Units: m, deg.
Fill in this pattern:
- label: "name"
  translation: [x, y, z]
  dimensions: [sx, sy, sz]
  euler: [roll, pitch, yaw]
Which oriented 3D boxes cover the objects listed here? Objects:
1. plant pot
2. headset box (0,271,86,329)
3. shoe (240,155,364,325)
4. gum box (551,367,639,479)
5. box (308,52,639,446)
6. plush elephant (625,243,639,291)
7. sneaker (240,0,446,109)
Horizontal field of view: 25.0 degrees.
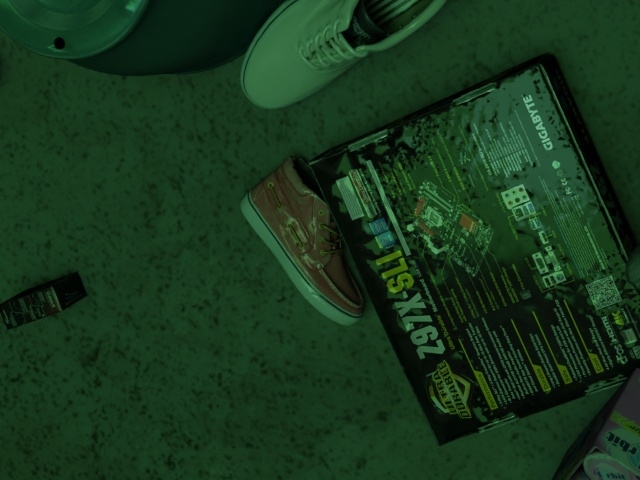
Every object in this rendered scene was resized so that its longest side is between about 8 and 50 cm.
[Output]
- label: "plant pot"
  translation: [-0.189, -0.278, 1.367]
  dimensions: [0.271, 0.255, 0.272]
  euler: [4, 105, 17]
- label: "headset box"
  translation: [-0.304, 0.065, 1.597]
  dimensions: [0.083, 0.062, 0.032]
  euler: [-18, 99, 21]
- label: "shoe"
  translation: [0.000, 0.000, 1.480]
  dimensions: [0.081, 0.063, 0.178]
  euler: [-42, 84, 28]
- label: "gum box"
  translation: [0.272, 0.219, 1.388]
  dimensions: [0.062, 0.107, 0.188]
  euler: [33, 143, 8]
- label: "box"
  translation: [0.172, 0.013, 1.422]
  dimensions: [0.257, 0.079, 0.322]
  euler: [-23, 96, 24]
- label: "plush elephant"
  translation: [0.405, -0.013, 1.258]
  dimensions: [0.272, 0.330, 0.255]
  euler: [12, 85, 1]
- label: "sneaker"
  translation: [0.020, -0.208, 1.395]
  dimensions: [0.258, 0.091, 0.094]
  euler: [-37, 110, 23]
